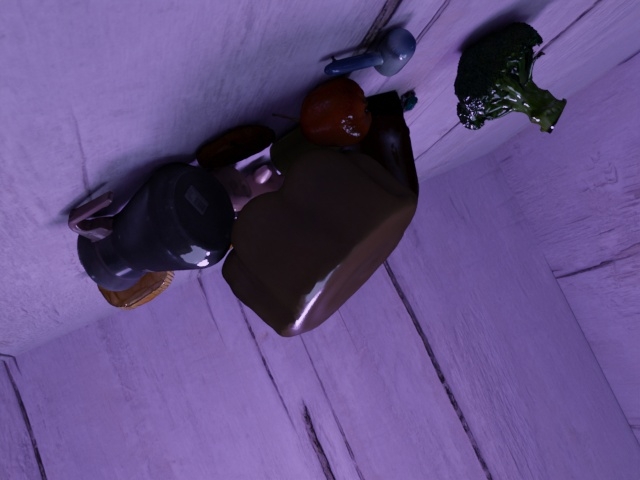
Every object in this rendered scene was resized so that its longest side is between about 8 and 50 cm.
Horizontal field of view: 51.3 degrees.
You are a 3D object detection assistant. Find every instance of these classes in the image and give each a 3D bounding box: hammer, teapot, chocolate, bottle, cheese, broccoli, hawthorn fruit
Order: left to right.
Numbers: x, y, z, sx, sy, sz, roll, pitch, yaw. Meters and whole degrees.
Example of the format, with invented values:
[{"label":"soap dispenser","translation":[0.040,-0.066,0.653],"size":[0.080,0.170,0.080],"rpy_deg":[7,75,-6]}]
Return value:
[{"label":"teapot","translation":[-0.407,-0.026,1.571],"size":[0.344,0.253,0.300],"rpy_deg":[-23,143,31]},{"label":"cheese","translation":[-0.293,-0.112,1.770],"size":[0.218,0.117,0.235],"rpy_deg":[-23,176,-7]},{"label":"bottle","translation":[-0.003,-0.260,1.681],"size":[0.260,0.112,0.112],"rpy_deg":[-29,174,29]},{"label":"hawthorn fruit","translation":[0.009,-0.273,1.488],"size":[0.203,0.163,0.162],"rpy_deg":[-10,179,16]},{"label":"chocolate","translation":[0.125,-0.183,1.892],"size":[0.383,0.331,0.383],"rpy_deg":[-25,172,-4]},{"label":"hammer","translation":[0.095,-0.368,1.351],"size":[0.194,0.070,0.116],"rpy_deg":[-18,174,-20]},{"label":"broccoli","translation":[0.490,-0.405,1.699],"size":[0.297,0.297,0.297],"rpy_deg":[-57,170,-16]}]

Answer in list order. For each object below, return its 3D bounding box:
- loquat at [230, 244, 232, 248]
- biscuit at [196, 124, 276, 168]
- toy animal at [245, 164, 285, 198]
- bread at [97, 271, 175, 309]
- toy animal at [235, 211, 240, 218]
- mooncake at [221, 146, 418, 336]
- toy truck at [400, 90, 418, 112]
[{"label":"loquat","translation":[-0.358,-0.018,2.281],"size":[0.163,0.137,0.163],"rpy_deg":[-5,178,0]},{"label":"biscuit","translation":[-0.196,-0.219,1.549],"size":[0.192,0.049,0.192],"rpy_deg":[-18,175,-2]},{"label":"toy animal","translation":[-0.133,-0.135,1.964],"size":[0.154,0.166,0.250],"rpy_deg":[7,-174,35]},{"label":"bread","translation":[-0.628,0.131,2.280],"size":[0.250,0.179,0.133],"rpy_deg":[-34,167,-4]},{"label":"toy animal","translation":[-0.289,-0.075,2.038],"size":[0.232,0.084,0.148],"rpy_deg":[-41,144,18]},{"label":"mooncake","translation":[0.000,0.000,1.570],"size":[0.467,0.262,0.467],"rpy_deg":[-41,163,-16]},{"label":"toy truck","translation":[0.252,-0.394,1.908],"size":[0.039,0.044,0.083],"rpy_deg":[-21,174,-10]}]
